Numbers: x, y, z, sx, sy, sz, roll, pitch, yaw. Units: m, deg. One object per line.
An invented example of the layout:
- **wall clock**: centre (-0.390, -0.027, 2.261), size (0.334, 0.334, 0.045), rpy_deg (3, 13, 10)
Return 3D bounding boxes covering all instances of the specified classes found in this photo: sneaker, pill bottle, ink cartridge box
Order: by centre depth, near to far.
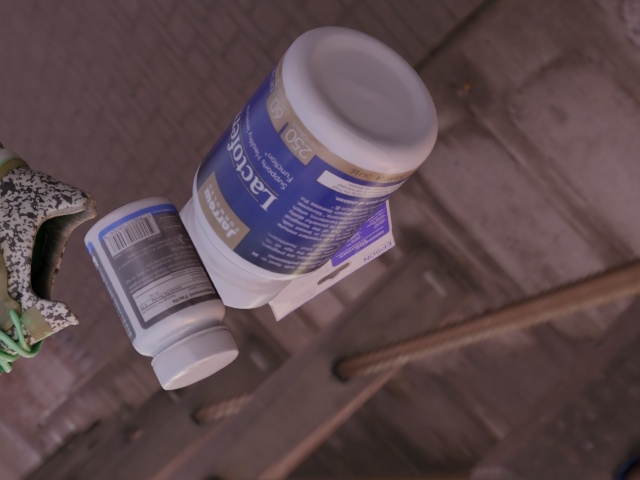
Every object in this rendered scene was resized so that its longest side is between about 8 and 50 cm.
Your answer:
- **pill bottle**: centre (-0.122, 0.042, 1.127), size (0.137, 0.078, 0.078), rpy_deg (63, 166, 13)
- **pill bottle**: centre (-0.024, -0.057, 1.315), size (0.153, 0.153, 0.264), rpy_deg (47, 132, 5)
- **sneaker**: centre (-0.366, 0.091, 1.601), size (0.182, 0.410, 0.158), rpy_deg (13, 169, 18)
- **ink cartridge box**: centre (0.000, 0.000, 1.946), size (0.045, 0.206, 0.208), rpy_deg (53, 169, 27)
